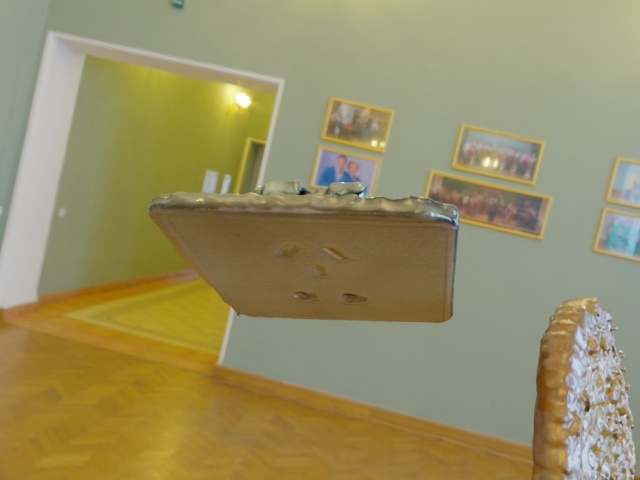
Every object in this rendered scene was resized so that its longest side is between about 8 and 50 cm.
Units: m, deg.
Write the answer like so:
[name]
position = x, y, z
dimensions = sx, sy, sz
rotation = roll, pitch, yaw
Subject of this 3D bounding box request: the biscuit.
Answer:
[biscuit]
position = 0.204, 0.164, 0.491
dimensions = 0.035, 0.253, 0.254
rotation = -5, -8, 33

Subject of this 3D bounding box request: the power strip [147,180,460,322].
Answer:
[power strip]
position = 0.000, 0.000, 0.489
dimensions = 0.199, 0.064, 0.213
rotation = 3, -25, 11
